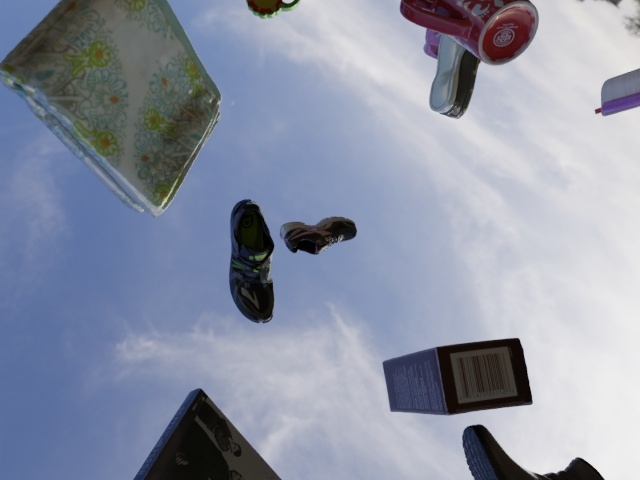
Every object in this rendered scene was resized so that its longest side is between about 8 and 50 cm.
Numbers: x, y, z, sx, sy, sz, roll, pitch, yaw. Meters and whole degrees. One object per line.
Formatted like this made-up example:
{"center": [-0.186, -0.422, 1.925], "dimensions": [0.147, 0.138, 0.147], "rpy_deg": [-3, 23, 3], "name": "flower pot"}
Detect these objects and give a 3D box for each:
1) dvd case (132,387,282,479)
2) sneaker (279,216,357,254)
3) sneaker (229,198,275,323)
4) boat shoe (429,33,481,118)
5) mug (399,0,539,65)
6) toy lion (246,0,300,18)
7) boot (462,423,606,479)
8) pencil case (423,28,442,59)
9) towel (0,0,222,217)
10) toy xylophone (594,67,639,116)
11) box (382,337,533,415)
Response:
{"center": [-0.132, 0.344, 0.708], "dimensions": [0.239, 0.029, 0.179], "rpy_deg": [55, -150, -16], "name": "dvd case"}
{"center": [0.000, 0.000, 1.223], "dimensions": [0.178, 0.072, 0.077], "rpy_deg": [-9, -136, -10], "name": "sneaker"}
{"center": [-0.103, 0.032, 0.791], "dimensions": [0.067, 0.078, 0.188], "rpy_deg": [-6, -88, -14], "name": "sneaker"}
{"center": [0.372, -0.476, 1.415], "dimensions": [0.091, 0.109, 0.305], "rpy_deg": [14, -90, -33], "name": "boat shoe"}
{"center": [0.208, -0.321, 0.766], "dimensions": [0.113, 0.150, 0.169], "rpy_deg": [49, -169, -49], "name": "mug"}
{"center": [-0.088, -0.463, 1.010], "dimensions": [0.100, 0.034, 0.096], "rpy_deg": [17, -97, 0], "name": "toy lion"}
{"center": [0.468, 0.511, 1.123], "dimensions": [0.222, 0.118, 0.338], "rpy_deg": [-22, -112, -19], "name": "boot"}
{"center": [0.394, -0.687, 1.468], "dimensions": [0.159, 0.386, 0.167], "rpy_deg": [4, -148, -7], "name": "pencil case"}
{"center": [-0.338, -0.270, 0.971], "dimensions": [0.090, 0.374, 0.321], "rpy_deg": [5, -122, 28], "name": "towel"}
{"center": [0.755, -0.338, 1.125], "dimensions": [0.322, 0.236, 0.081], "rpy_deg": [-13, -87, -17], "name": "toy xylophone"}
{"center": [0.288, 0.316, 1.215], "dimensions": [0.191, 0.381, 0.143], "rpy_deg": [-4, -104, -10], "name": "box"}
